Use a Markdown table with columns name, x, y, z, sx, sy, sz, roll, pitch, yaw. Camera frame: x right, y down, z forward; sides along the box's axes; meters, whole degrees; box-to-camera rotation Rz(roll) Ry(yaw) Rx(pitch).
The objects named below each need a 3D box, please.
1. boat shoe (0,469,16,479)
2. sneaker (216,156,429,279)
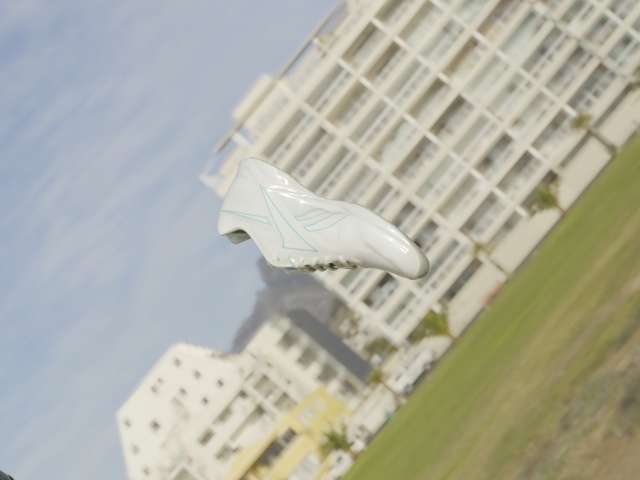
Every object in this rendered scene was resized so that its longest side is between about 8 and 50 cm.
| name | x | y | z | sx | sy | sz | roll | pitch | yaw |
| --- | --- | --- | --- | --- | --- | --- | --- | --- | --- |
| boat shoe | -0.208 | 0.174 | 0.665 | 0.049 | 0.042 | 0.133 | -4 | 40 | 32 |
| sneaker | 0.000 | 0.000 | 0.800 | 0.061 | 0.152 | 0.053 | -62 | -25 | -10 |
